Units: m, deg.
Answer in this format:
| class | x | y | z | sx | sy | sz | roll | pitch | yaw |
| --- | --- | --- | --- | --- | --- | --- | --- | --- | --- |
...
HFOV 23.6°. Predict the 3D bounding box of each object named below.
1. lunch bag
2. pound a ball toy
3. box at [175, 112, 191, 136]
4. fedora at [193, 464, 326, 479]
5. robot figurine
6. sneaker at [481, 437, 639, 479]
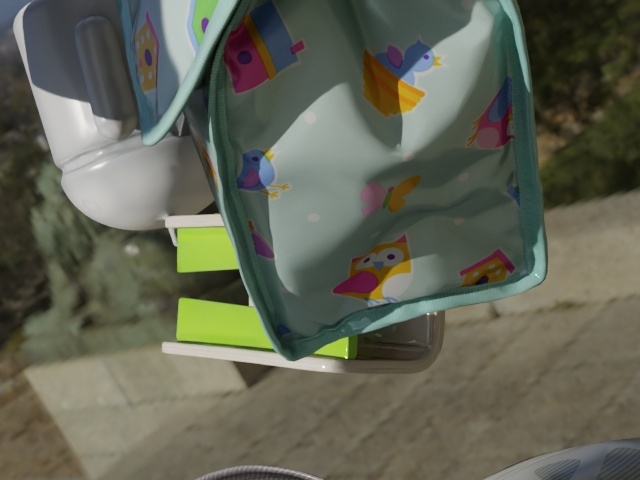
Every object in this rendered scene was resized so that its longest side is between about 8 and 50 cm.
| class | x | y | z | sx | sy | sz | roll | pitch | yaw |
| --- | --- | --- | --- | --- | --- | --- | --- | --- | --- |
| lunch bag | -0.007 | -0.114 | 0.641 | 0.160 | 0.262 | 0.223 | -18 | 53 | 2 |
| pound a ball toy | 0.000 | 0.000 | 1.259 | 0.135 | 0.208 | 0.319 | 3 | -3 | -35 |
| box | -0.099 | -0.220 | 1.104 | 0.056 | 0.231 | 0.183 | -12 | -30 | -20 |
| fedora | -0.064 | 0.259 | 0.903 | 0.275 | 0.244 | 0.124 | -21 | -15 | 32 |
| robot figurine | -0.208 | -0.163 | 1.665 | 0.199 | 0.353 | 0.300 | -17 | 0 | 8 |
| sneaker | 0.096 | 0.196 | 0.701 | 0.447 | 0.169 | 0.257 | -28 | -14 | -36 |
